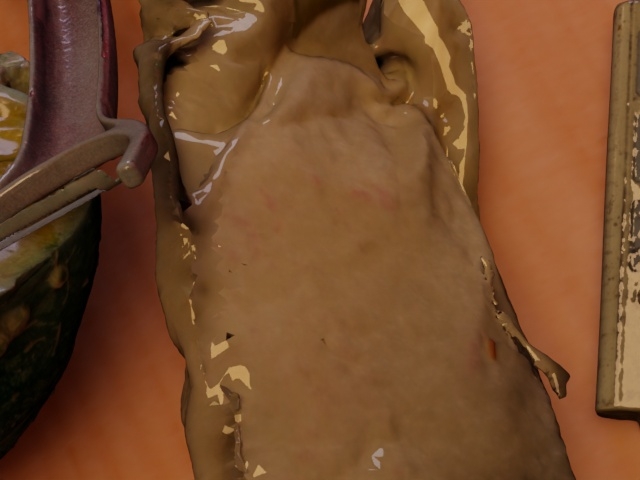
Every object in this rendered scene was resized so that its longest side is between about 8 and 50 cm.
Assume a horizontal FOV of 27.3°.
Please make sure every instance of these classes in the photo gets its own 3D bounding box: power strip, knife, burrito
[{"bbox_3d":[0.187,-0.001,0.653,0.092,0.034,0.268,3,74,13],"label":"power strip"},{"bbox_3d":[-0.128,-0.071,0.614,0.123,0.053,0.278,-24,36,11],"label":"knife"},{"bbox_3d":[0.002,0.001,0.636,0.190,0.135,0.332,-3,66,-21],"label":"burrito"}]

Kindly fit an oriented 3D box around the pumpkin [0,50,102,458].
[{"bbox_3d":[-0.259,0.019,0.659,0.263,0.197,0.293,-26,55,-35],"label":"pumpkin"}]
